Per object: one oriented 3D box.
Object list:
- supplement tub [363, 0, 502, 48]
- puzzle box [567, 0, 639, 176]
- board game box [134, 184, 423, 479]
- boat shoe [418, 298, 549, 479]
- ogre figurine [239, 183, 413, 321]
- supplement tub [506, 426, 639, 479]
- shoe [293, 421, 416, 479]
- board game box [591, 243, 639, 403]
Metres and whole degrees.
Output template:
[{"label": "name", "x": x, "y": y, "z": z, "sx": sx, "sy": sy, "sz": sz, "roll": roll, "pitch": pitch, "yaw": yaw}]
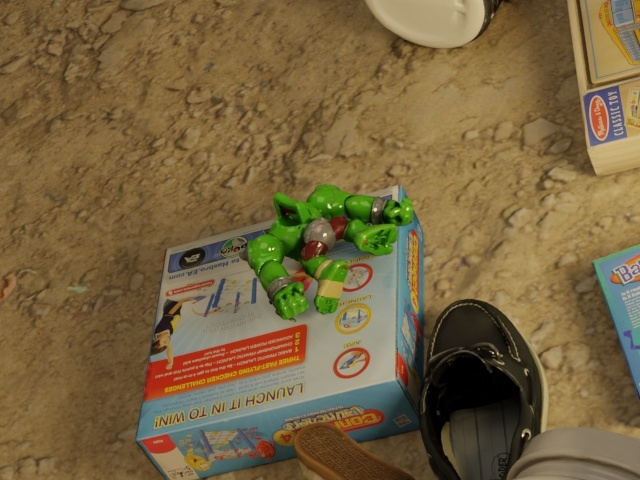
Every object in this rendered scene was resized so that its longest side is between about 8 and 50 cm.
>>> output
[{"label": "supplement tub", "x": 0.190, "y": -0.425, "z": 2.205, "sx": 0.193, "sy": 0.193, "sz": 0.316, "roll": 3, "pitch": 48, "yaw": 33}, {"label": "puzzle box", "x": 0.432, "y": -0.269, "z": 1.966, "sx": 0.272, "sy": 0.052, "sz": 0.409, "roll": -15, "pitch": 47, "yaw": 16}, {"label": "board game box", "x": -0.038, "y": 0.103, "z": 1.859, "sx": 0.308, "sy": 0.086, "sz": 0.302, "roll": -15, "pitch": 41, "yaw": 17}, {"label": "boat shoe", "x": 0.155, "y": 0.162, "z": 1.656, "sx": 0.127, "sy": 0.113, "sz": 0.340, "roll": -15, "pitch": 41, "yaw": 17}, {"label": "ogre figurine", "x": 0.000, "y": 0.000, "z": 1.804, "sx": 0.118, "sy": 0.097, "sz": 0.197, "roll": 32, "pitch": 79, "yaw": 35}, {"label": "supplement tub", "x": 0.195, "y": 0.343, "z": 1.336, "sx": 0.241, "sy": 0.241, "sz": 0.331, "roll": 6, "pitch": 51, "yaw": 35}, {"label": "shoe", "x": 0.051, "y": 0.261, "z": 1.667, "sx": 0.076, "sy": 0.058, "sz": 0.219, "roll": -23, "pitch": 39, "yaw": -25}, {"label": "board game box", "x": 0.377, "y": 0.076, "z": 1.667, "sx": 0.160, "sy": 0.047, "sz": 0.210, "roll": -21, "pitch": 40, "yaw": 11}]
